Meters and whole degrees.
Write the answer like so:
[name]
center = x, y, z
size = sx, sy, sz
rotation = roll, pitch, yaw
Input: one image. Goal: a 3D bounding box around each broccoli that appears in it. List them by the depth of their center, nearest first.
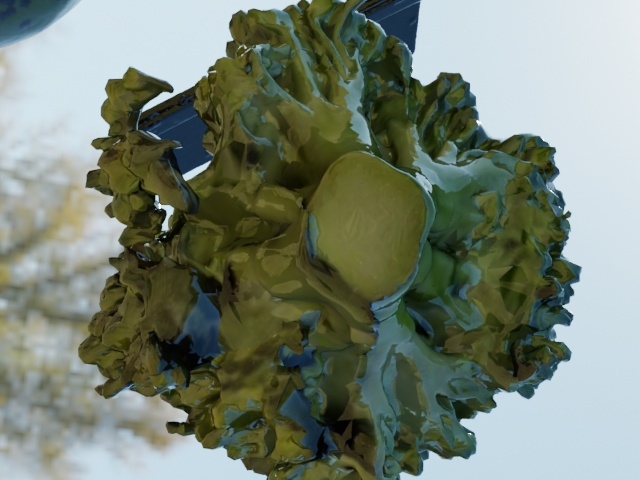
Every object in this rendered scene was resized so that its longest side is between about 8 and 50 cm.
[broccoli]
center = -0.001, 0.006, 1.321
size = 0.324, 0.272, 0.334
rotation = 35, -103, 28

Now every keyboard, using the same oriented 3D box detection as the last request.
[keyboard]
center = -0.040, -0.127, 1.641
size = 0.018, 0.310, 0.101
rotation = 48, -26, 26

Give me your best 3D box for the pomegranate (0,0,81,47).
[pomegranate]
center = -0.297, -0.299, 1.711
size = 0.270, 0.254, 0.254
rotation = -65, -154, 21
